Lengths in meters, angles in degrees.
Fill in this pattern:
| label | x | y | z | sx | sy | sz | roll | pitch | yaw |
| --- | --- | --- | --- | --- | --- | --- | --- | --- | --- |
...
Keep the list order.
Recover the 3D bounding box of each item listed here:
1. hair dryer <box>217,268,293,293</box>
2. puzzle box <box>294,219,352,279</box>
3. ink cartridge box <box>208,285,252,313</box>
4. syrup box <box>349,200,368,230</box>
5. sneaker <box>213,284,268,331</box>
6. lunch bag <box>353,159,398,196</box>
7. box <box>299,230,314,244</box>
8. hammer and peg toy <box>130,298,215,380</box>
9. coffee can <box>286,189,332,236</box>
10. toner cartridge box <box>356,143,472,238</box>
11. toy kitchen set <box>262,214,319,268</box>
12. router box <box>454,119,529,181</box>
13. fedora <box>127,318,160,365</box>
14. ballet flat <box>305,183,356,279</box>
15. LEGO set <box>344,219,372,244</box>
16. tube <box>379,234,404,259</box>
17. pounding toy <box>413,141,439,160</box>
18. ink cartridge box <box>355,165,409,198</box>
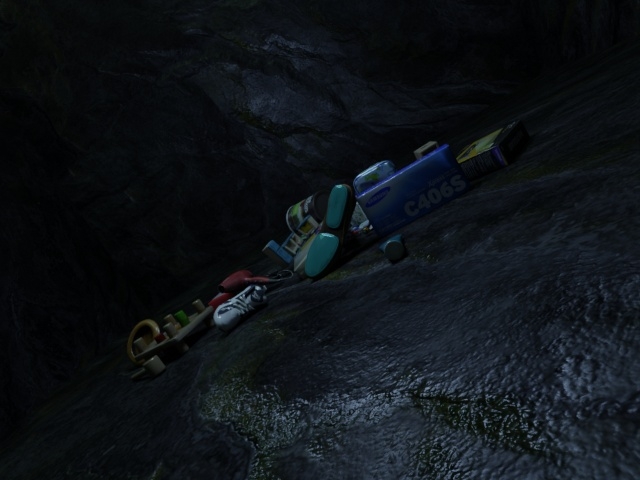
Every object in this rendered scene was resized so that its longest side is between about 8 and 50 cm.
| label | x | y | z | sx | sy | sz | roll | pitch | yaw |
| --- | --- | --- | --- | --- | --- | --- | --- | --- | --- |
| hair dryer | -0.277 | 0.152 | 1.847 | 0.293 | 0.080 | 0.223 | -16 | 2 | -22 |
| puzzle box | 0.000 | 0.000 | 1.837 | 0.272 | 0.052 | 0.409 | -49 | 8 | 4 |
| ink cartridge box | -0.384 | 0.246 | 1.951 | 0.134 | 0.078 | 0.231 | -29 | 9 | 20 |
| syrup box | 0.171 | -0.124 | 2.057 | 0.236 | 0.093 | 0.096 | -28 | 9 | 24 |
| sneaker | -0.264 | 0.222 | 1.596 | 0.153 | 0.094 | 0.235 | -37 | -5 | 27 |
| lunch bag | 0.232 | -0.175 | 1.689 | 0.176 | 0.219 | 0.090 | -30 | 8 | 16 |
| box | -0.022 | -0.019 | 2.270 | 0.321 | 0.059 | 0.232 | -25 | 11 | 46 |
| hammer and peg toy | -0.592 | 0.381 | 1.735 | 0.265 | 0.128 | 0.361 | -27 | 9 | 29 |
| coffee can | -0.041 | -0.152 | 2.625 | 0.275 | 0.202 | 0.201 | -23 | 12 | 49 |
| toner cartridge box | 0.310 | -0.163 | 1.531 | 0.347 | 0.165 | 0.075 | -30 | 8 | 17 |
| toy kitchen set | -0.121 | -0.014 | 1.929 | 0.166 | 0.122 | 0.207 | -45 | 9 | 32 |
| router box | 0.594 | -0.311 | 1.654 | 0.242 | 0.081 | 0.309 | -23 | 12 | 44 |
| fedora | -0.738 | 0.439 | 1.949 | 0.194 | 0.195 | 0.079 | -30 | -28 | 14 |
| ballet flat | 0.050 | -0.023 | 1.572 | 0.116 | 0.343 | 0.124 | 15 | -2 | 31 |
| LEGO set | 0.159 | -0.056 | 1.837 | 0.182 | 0.060 | 0.244 | -33 | 8 | 20 |
| tube | 0.203 | 0.014 | 1.297 | 0.080 | 0.052 | 0.207 | -26 | 4 | 9 |
| pounding toy | 0.581 | -0.446 | 2.400 | 0.141 | 0.130 | 0.100 | -33 | 20 | -7 |
| ink cartridge box | 0.300 | -0.254 | 2.103 | 0.275 | 0.060 | 0.238 | -28 | -23 | 23 |
